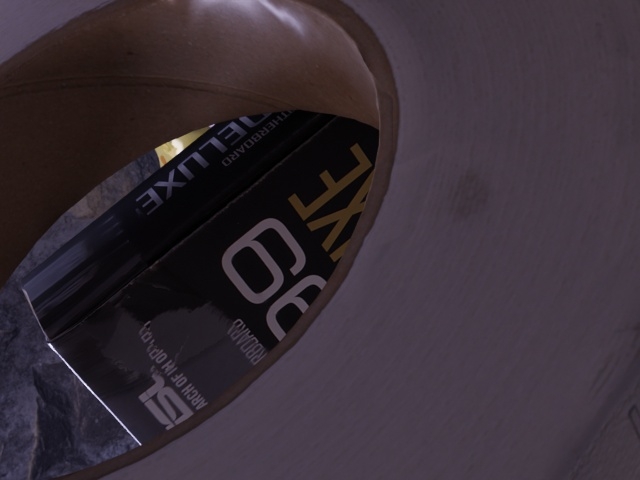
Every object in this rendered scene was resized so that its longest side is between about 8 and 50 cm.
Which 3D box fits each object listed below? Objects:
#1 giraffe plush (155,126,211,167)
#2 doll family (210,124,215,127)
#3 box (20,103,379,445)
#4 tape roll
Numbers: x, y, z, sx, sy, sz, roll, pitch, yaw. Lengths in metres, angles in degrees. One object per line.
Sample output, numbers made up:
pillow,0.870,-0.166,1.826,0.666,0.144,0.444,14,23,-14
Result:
giraffe plush,-0.103,-0.059,1.333,0.210,0.181,0.171,1,-91,-77
doll family,0.060,-0.045,0.806,0.263,0.118,0.163,32,166,10
box,0.059,0.059,0.642,0.307,0.242,0.076,54,175,-28
tape roll,-0.056,0.009,0.476,0.392,0.392,0.072,46,173,46
